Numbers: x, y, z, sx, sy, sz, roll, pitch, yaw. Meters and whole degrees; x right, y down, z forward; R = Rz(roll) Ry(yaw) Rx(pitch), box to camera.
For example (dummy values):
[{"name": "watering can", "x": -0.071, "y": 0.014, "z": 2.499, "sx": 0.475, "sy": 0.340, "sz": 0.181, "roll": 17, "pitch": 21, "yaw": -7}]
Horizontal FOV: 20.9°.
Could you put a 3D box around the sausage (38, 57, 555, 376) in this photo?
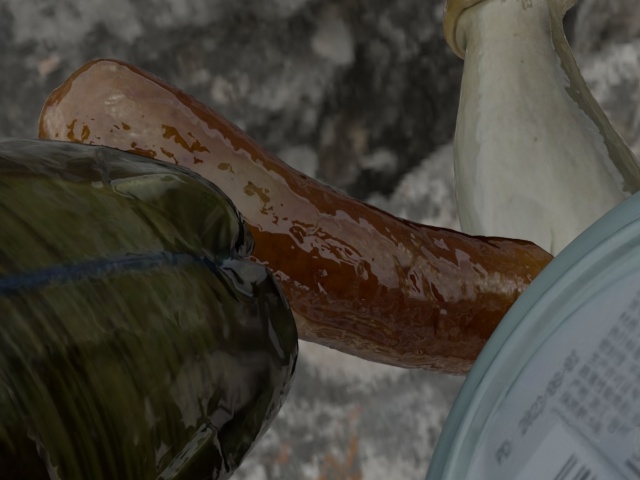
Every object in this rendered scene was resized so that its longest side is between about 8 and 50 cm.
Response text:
[{"name": "sausage", "x": 0.000, "y": 0.003, "z": 0.859, "sx": 0.302, "sy": 0.076, "sz": 0.103, "roll": 22, "pitch": 38, "yaw": -26}]

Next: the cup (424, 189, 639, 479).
[{"name": "cup", "x": 0.220, "y": 0.091, "z": 0.484, "sx": 0.356, "sy": 0.274, "sz": 0.259, "roll": -40, "pitch": 39, "yaw": 29}]

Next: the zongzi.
[{"name": "zongzi", "x": -0.231, "y": -0.012, "z": 0.508, "sx": 0.432, "sy": 0.208, "sz": 0.403, "roll": 55, "pitch": 45, "yaw": -7}]

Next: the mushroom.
[{"name": "mushroom", "x": 0.150, "y": -0.033, "z": 1.096, "sx": 0.128, "sy": 0.128, "sz": 0.350, "roll": -12, "pitch": 64, "yaw": 3}]
